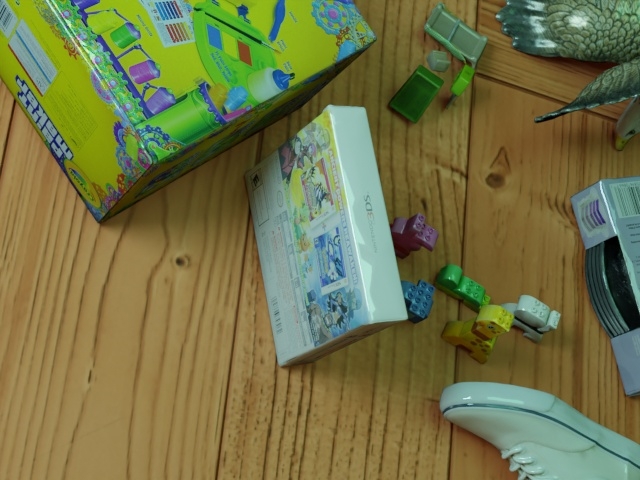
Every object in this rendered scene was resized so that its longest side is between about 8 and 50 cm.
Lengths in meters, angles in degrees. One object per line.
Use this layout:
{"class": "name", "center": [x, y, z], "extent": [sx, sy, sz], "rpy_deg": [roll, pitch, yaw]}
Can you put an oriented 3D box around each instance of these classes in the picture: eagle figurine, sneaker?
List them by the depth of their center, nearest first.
{"class": "sneaker", "center": [0.233, 0.220, 1.335], "extent": [0.258, 0.094, 0.091], "rpy_deg": [24, 59, -19]}
{"class": "eagle figurine", "center": [0.378, -0.201, 1.501], "extent": [0.298, 0.226, 0.225], "rpy_deg": [18, 86, -26]}

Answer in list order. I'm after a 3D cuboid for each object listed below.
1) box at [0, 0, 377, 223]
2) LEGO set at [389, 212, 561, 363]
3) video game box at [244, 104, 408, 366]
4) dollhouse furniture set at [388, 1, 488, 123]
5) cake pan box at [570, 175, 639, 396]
{"class": "box", "center": [-0.156, -0.222, 1.239], "extent": [0.279, 0.177, 0.290], "rpy_deg": [-32, 89, -31]}
{"class": "LEGO set", "center": [0.154, 0.060, 1.349], "extent": [0.227, 0.093, 0.087], "rpy_deg": [31, 62, -15]}
{"class": "video game box", "center": [0.000, 0.000, 1.237], "extent": [0.048, 0.187, 0.205], "rpy_deg": [-4, 76, -28]}
{"class": "dollhouse furniture set", "center": [0.130, -0.195, 1.465], "extent": [0.076, 0.058, 0.152], "rpy_deg": [34, 42, -5]}
{"class": "cake pan box", "center": [0.431, 0.042, 1.513], "extent": [0.267, 0.070, 0.246], "rpy_deg": [-8, 75, -29]}
